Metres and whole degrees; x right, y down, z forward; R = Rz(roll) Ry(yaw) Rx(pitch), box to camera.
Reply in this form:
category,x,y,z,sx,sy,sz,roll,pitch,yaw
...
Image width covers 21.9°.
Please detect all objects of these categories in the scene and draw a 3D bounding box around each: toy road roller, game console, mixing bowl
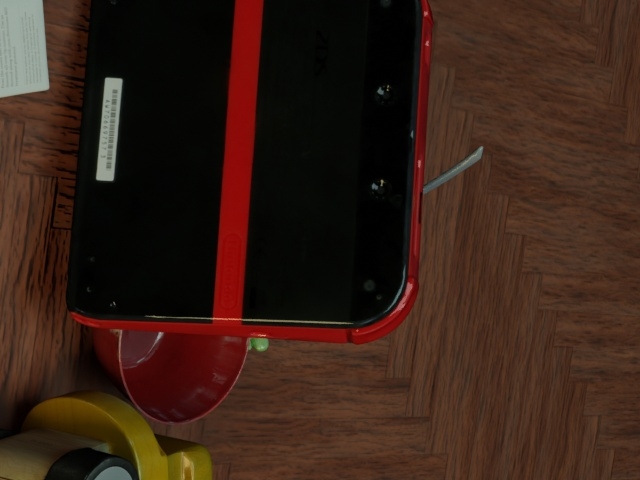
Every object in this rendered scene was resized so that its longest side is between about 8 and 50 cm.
category,x,y,z,sx,sy,sz,roll,pitch,yaw
toy road roller,-0.224,0.312,1.632,0.241,0.203,0.329,-14,107,-54
game console,-0.067,-0.097,1.627,0.060,0.342,0.386,65,28,-80
mixing bowl,-0.169,0.093,1.718,0.181,0.098,0.181,-10,105,-44

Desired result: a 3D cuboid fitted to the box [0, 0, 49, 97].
category,x,y,z,sx,sy,sz,roll,pitch,yaw
box,-0.348,-0.169,1.457,0.170,0.130,0.091,-16,109,-43

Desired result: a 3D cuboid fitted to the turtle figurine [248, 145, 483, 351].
category,x,y,z,sx,sy,sz,roll,pitch,yaw
turtle figurine,0.000,0.000,1.780,0.198,0.275,0.266,-65,172,-64
